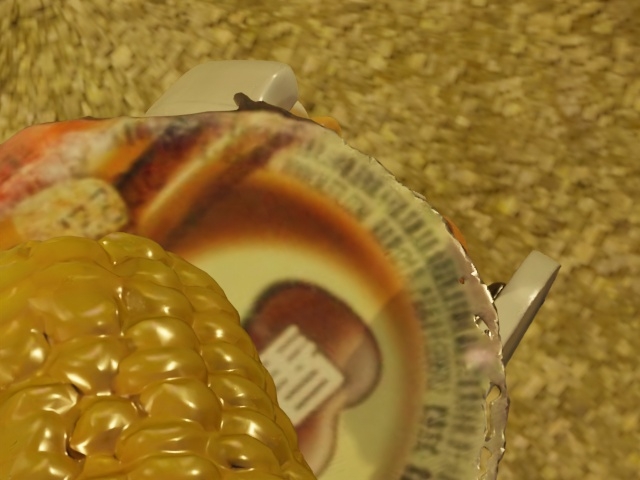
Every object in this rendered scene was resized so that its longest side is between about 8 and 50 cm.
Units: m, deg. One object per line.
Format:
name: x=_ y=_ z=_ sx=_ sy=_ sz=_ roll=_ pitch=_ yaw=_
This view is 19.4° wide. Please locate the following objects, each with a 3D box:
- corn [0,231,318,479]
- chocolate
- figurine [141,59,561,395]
corn: x=-0.024 y=0.149 z=0.390 sx=0.120 sy=0.363 sz=0.120 roll=-13 pitch=144 yaw=-10
chocolate: x=-0.047 y=0.070 z=0.638 sx=0.221 sy=0.147 sz=0.221 roll=1 pitch=66 yaw=-3
figurine: x=0.000 y=0.000 z=1.010 sx=0.236 sy=0.176 sz=0.133 roll=31 pitch=72 yaw=11
